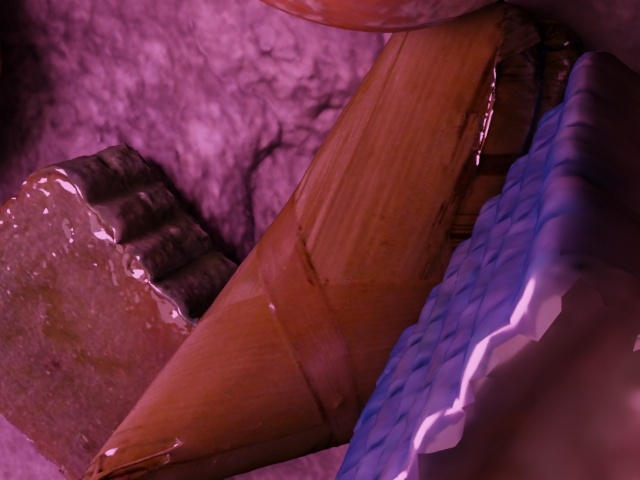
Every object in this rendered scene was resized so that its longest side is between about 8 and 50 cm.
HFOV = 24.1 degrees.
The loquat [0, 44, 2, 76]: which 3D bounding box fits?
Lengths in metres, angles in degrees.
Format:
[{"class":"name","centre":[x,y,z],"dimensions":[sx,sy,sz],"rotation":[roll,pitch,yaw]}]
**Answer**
[{"class":"loquat","centre":[-0.306,-0.122,0.942],"dimensions":[0.208,0.208,0.208],"rotation":[8,108,25]}]

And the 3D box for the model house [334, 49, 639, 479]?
[{"class":"model house","centre":[0.196,0.136,0.615],"dimensions":[0.400,0.395,0.445],"rotation":[-19,105,13]}]

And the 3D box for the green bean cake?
[{"class":"green bean cake","centre":[-0.135,0.050,0.964],"dimensions":[0.181,0.094,0.173],"rotation":[46,120,7]}]

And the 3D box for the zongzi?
[{"class":"zongzi","centre":[0.000,0.000,0.774],"dimensions":[0.123,0.289,0.260],"rotation":[32,119,43]}]

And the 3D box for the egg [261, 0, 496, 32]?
[{"class":"egg","centre":[0.006,-0.206,0.723],"dimensions":[0.203,0.203,0.245],"rotation":[-37,105,30]}]
